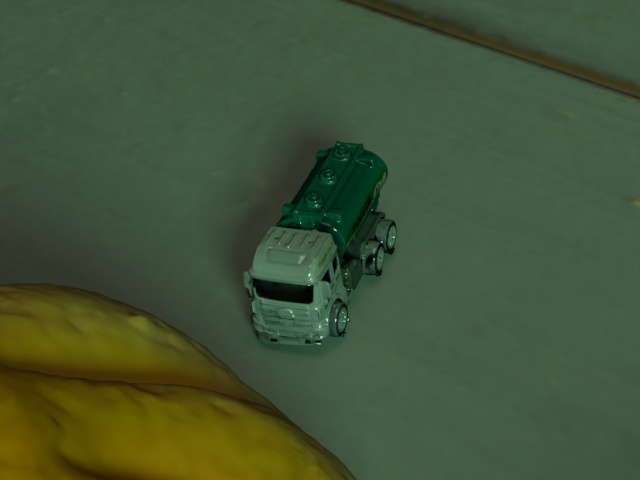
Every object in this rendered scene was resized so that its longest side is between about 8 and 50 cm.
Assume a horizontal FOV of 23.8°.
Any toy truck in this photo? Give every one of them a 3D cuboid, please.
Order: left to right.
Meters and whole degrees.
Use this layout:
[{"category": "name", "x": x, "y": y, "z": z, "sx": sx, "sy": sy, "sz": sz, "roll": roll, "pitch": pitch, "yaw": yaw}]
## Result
[{"category": "toy truck", "x": 0.000, "y": 0.000, "z": 0.583, "sx": 0.039, "sy": 0.044, "sz": 0.083, "roll": 7, "pitch": 39, "yaw": 21}]

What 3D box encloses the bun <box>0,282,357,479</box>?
[{"category": "bun", "x": -0.115, "y": 0.105, "z": 0.363, "sx": 0.298, "sy": 0.165, "sz": 0.299, "roll": -3, "pitch": 39, "yaw": 3}]
